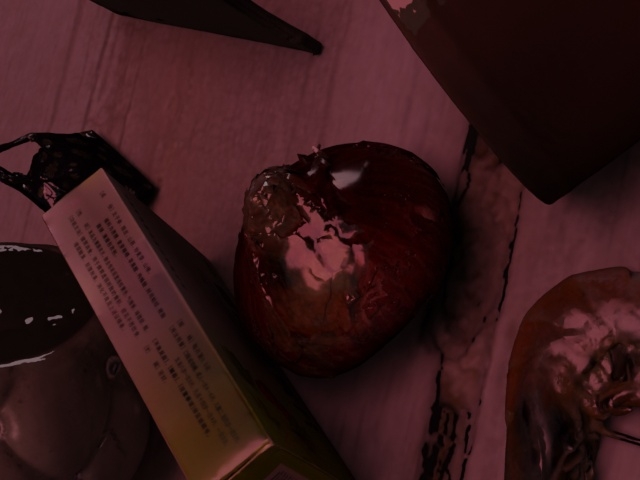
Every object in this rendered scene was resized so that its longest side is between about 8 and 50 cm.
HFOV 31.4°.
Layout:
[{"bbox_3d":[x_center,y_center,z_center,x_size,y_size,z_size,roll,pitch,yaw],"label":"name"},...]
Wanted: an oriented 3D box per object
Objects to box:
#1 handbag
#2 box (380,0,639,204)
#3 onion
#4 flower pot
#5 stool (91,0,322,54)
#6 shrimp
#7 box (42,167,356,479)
[{"bbox_3d":[-0.235,-0.051,0.984,0.115,0.139,0.072,42,111,35],"label":"handbag"},{"bbox_3d":[0.139,-0.198,0.679,0.216,0.301,0.301,-33,60,16],"label":"box"},{"bbox_3d":[0.000,0.000,0.797,0.184,0.147,0.184,-33,35,27],"label":"onion"},{"bbox_3d":[-0.249,0.126,0.889,0.246,0.246,0.195,34,130,37],"label":"flower pot"},{"bbox_3d":[-0.105,-0.313,0.942,0.269,0.170,0.244,19,90,37],"label":"stool"},{"bbox_3d":[0.173,0.137,0.697,0.143,0.052,0.251,3,79,34],"label":"shrimp"},{"bbox_3d":[-0.082,0.085,0.810,0.062,0.175,0.260,-39,57,2],"label":"box"}]
